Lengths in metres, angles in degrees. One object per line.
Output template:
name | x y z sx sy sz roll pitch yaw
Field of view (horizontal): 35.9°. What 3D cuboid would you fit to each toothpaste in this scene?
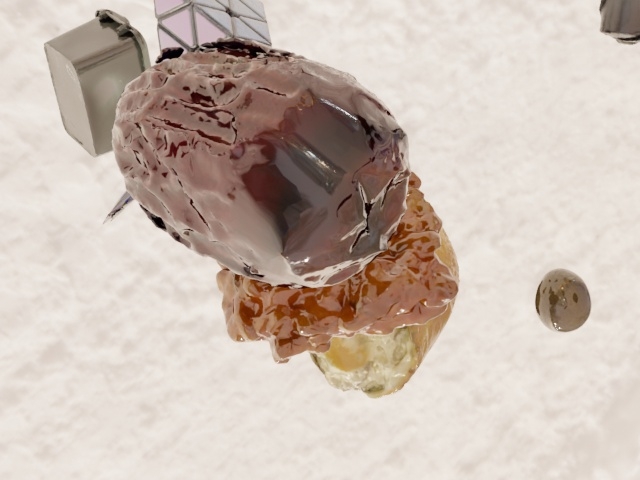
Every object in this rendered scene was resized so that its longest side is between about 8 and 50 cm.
toothpaste | -0.371 -0.093 1.945 0.028 0.045 0.170 43 53 -7

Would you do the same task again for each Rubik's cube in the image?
Rubik's cube | -0.151 -0.297 1.334 0.178 0.190 0.211 44 76 -37

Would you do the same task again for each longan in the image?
longan | 0.405 0.099 1.648 0.113 0.092 0.113 11 75 -45

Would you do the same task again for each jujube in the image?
jujube | -0.066 -0.088 1.093 0.258 0.376 0.258 -19 121 -35

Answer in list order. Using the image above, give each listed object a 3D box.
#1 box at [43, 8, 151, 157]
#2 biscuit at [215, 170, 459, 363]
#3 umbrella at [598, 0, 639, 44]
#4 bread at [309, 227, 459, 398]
box | -0.387 -0.271 1.755 0.135 0.163 0.243 -31 140 -27
biscuit | 0.000 0.000 1.324 0.318 0.312 0.110 -17 144 -2
umbrella | 0.312 -0.372 0.981 0.128 0.154 0.337 -35 143 -69
bread | 0.138 0.087 2.089 0.394 0.250 0.361 -48 119 -42
